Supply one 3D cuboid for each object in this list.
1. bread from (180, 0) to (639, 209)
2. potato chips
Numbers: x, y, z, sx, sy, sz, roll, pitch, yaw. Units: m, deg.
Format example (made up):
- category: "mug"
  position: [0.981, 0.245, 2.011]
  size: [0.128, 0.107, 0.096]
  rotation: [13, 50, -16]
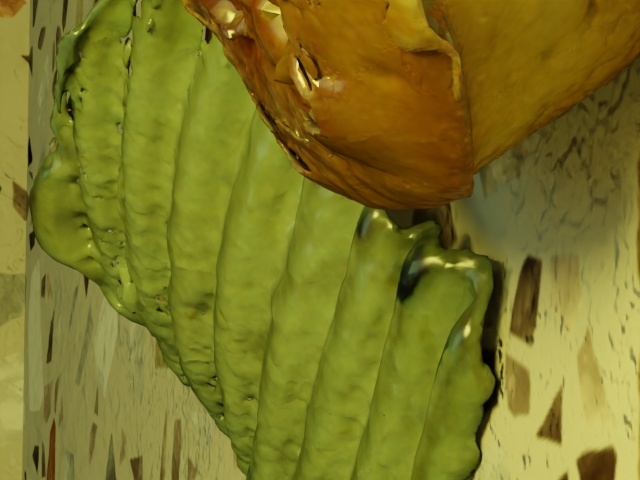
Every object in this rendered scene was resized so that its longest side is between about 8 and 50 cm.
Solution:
- category: "bread"
  position: [0.019, -0.190, 0.830]
  size: [0.336, 0.204, 0.358]
  rotation: [61, 174, -8]
- category: "potato chips"
  position: [-0.043, 0.033, 1.156]
  size: [0.373, 0.097, 0.389]
  rotation: [56, 147, 14]
